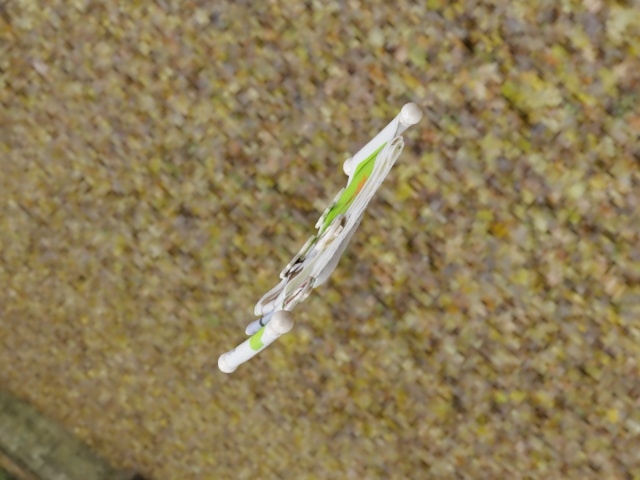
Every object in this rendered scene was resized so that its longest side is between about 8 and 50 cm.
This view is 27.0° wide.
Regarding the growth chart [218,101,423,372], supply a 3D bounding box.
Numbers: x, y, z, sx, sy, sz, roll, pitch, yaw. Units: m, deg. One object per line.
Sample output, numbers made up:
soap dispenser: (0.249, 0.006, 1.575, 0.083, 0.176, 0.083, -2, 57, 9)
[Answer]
growth chart: (0.000, 0.000, 0.980, 0.021, 0.237, 0.172, 36, 150, -7)
